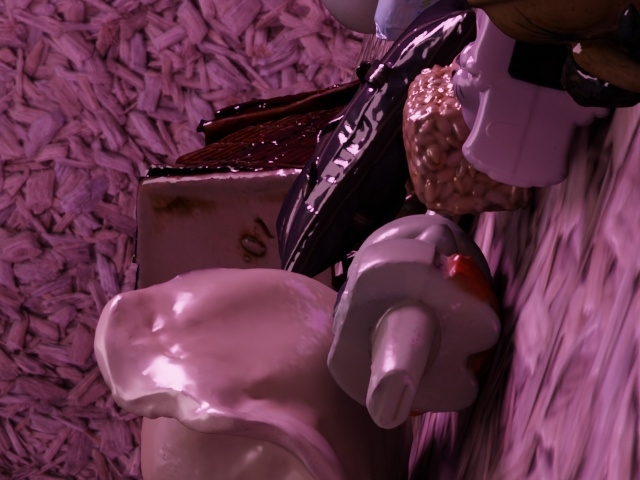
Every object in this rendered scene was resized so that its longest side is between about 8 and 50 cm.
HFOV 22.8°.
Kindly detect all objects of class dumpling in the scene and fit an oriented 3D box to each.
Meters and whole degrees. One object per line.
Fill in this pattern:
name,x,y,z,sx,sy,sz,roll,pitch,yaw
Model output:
dumpling,-0.002,0.142,1.018,0.187,0.318,0.243,-45,42,-7

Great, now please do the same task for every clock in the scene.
clock,0.118,-0.121,0.840,0.117,0.080,0.176,-89,13,-80

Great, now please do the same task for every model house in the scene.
model house,0.000,0.000,1.582,0.282,0.297,0.317,-31,-50,-47

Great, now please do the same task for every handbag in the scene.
handbag,0.045,-0.080,1.227,0.254,0.089,0.211,-55,3,10

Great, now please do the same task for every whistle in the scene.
whistle,0.056,0.045,0.943,0.253,0.106,0.101,-62,-39,-72

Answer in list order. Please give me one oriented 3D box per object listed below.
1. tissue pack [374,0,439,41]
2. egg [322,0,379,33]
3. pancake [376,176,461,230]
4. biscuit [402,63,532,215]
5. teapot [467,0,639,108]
tissue pack,0.130,-0.324,1.524,0.263,0.089,0.177,116,168,-61
egg,0.072,-0.355,1.889,0.168,0.168,0.230,-80,4,-57
pancake,0.079,0.001,1.237,0.242,0.050,0.241,-157,90,-83
biscuit,0.087,-0.061,0.994,0.168,0.070,0.082,-93,-6,-75
teapot,0.107,-0.143,0.622,0.269,0.173,0.182,-36,-62,-80
